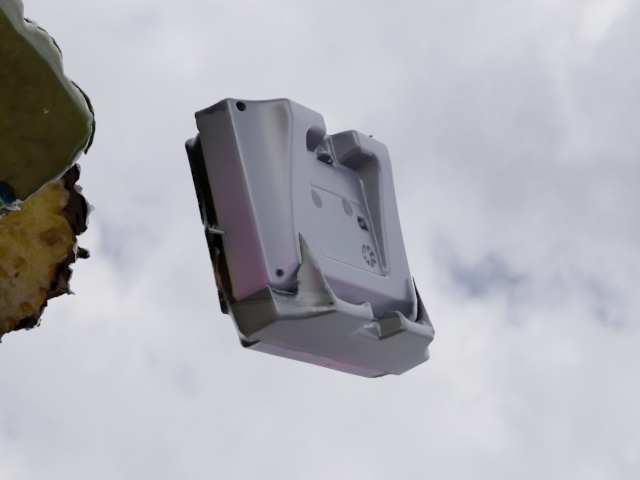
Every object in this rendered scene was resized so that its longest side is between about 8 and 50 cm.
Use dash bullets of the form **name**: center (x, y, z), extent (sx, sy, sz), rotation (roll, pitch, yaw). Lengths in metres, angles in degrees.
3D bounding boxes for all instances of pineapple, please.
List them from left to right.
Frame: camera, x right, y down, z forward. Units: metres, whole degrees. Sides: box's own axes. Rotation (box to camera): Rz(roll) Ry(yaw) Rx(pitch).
- **pineapple**: center (-0.330, -0.053, 1.561), extent (0.262, 0.272, 0.263), rotation (-2, -75, -8)

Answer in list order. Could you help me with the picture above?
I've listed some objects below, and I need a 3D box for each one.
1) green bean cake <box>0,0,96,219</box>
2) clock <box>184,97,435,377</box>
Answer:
- **green bean cake**: center (-0.348, -0.099, 1.243), extent (0.285, 0.310, 0.202), rotation (59, -11, -22)
- **clock**: center (0.000, 0.000, 1.391), extent (0.083, 0.186, 0.253), rotation (-24, -22, 26)
